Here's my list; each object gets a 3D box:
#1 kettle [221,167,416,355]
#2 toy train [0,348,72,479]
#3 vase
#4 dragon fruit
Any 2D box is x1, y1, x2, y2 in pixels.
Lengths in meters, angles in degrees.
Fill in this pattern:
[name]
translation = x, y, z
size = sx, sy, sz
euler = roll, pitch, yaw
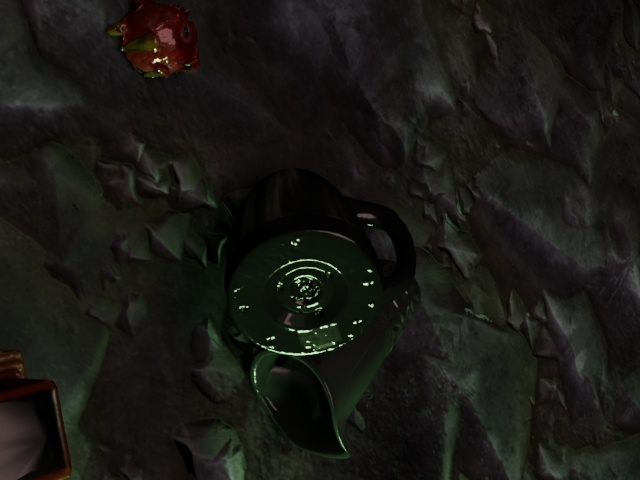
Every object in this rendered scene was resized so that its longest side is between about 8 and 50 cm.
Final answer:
[kettle]
translation = -0.013, -0.009, 1.517
size = 0.271, 0.250, 0.207
euler = -102, 169, -56
[toy train]
translation = -0.362, 0.273, 1.193
size = 0.163, 0.231, 0.369
euler = -11, 91, -38
[vase]
translation = 0.025, 0.139, 1.612
size = 0.251, 0.156, 0.301
euler = 44, 49, 2
[dragon fruit]
translation = -0.211, -0.279, 1.498
size = 0.126, 0.068, 0.112
euler = 44, 56, -28
